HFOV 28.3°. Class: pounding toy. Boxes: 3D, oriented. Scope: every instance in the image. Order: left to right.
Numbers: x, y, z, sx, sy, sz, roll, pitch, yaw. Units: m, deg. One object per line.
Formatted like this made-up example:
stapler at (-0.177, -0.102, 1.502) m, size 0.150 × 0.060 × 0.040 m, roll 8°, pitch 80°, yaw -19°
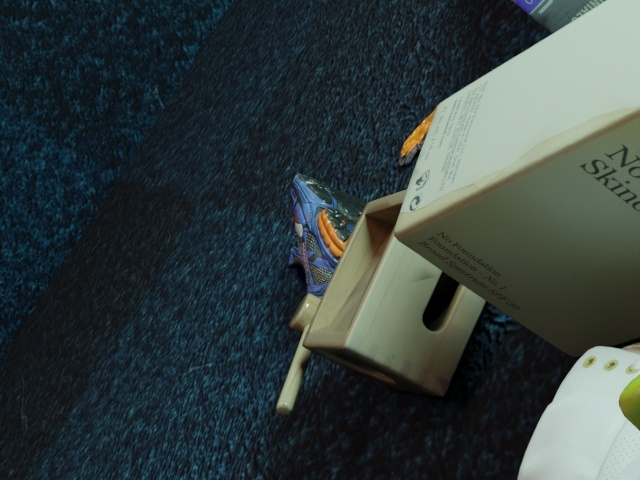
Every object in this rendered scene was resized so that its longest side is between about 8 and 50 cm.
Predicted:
pounding toy at (0.045, 0.068, 0.975) m, size 0.181 × 0.094 × 0.206 m, roll -65°, pitch 11°, yaw -10°

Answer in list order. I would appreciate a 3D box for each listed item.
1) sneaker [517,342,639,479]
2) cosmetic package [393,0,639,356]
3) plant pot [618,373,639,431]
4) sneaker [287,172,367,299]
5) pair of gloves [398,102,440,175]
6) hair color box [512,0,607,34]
sneaker at (0.195, 0.061, 0.593) m, size 0.292 × 0.108 × 0.169 m, roll -54°, pitch 22°, yaw 10°
cosmetic package at (0.199, -0.049, 0.685) m, size 0.309 × 0.160 × 0.113 m, roll -29°, pitch 34°, yaw 54°
plant pot at (0.204, 0.114, 0.328) m, size 0.227 × 0.228 × 0.207 m, roll -37°, pitch 19°, yaw 43°
sneaker at (0.000, 0.000, 1.199) m, size 0.087 × 0.083 × 0.221 m, roll -60°, pitch 15°, yaw 14°
pair of gloves at (0.103, -0.096, 1.206) m, size 0.074 × 0.010 × 0.083 m, roll -54°, pitch 20°, yaw 6°
hair color box at (0.236, -0.302, 1.078) m, size 0.185 × 0.110 × 0.339 m, roll -46°, pitch 23°, yaw 23°
